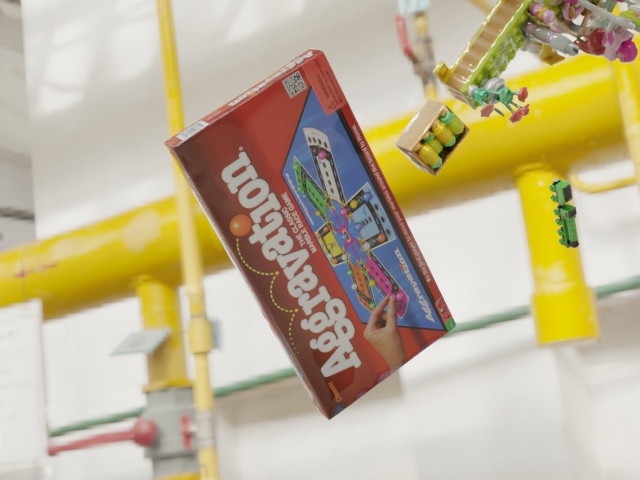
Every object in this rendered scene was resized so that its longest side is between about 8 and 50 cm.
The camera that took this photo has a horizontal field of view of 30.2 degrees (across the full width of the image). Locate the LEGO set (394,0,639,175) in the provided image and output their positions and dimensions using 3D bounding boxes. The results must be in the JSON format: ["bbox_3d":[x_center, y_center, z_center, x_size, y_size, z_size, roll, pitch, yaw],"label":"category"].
[{"bbox_3d":[0.191,-0.146,0.947,0.287,0.107,0.132,-35,-35,-32],"label":"LEGO set"}]

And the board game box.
[{"bbox_3d":[0.000,0.000,0.982,0.145,0.281,0.027,-34,26,-13],"label":"board game box"}]

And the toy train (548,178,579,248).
[{"bbox_3d":[0.253,-0.026,1.221,0.017,0.083,0.023,-33,34,-24],"label":"toy train"}]
